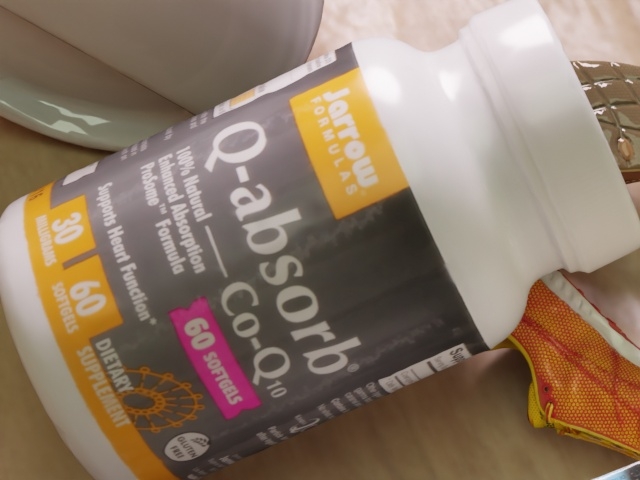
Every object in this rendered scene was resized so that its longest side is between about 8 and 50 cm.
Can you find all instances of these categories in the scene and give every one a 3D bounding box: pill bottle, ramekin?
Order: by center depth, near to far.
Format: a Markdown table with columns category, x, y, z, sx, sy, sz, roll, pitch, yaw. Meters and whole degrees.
| category | x | y | z | sx | sy | sz | roll | pitch | yaw |
| --- | --- | --- | --- | --- | --- | --- | --- | --- | --- |
| pill bottle | 0.000 | 0.000 | 0.877 | 0.278 | 0.162 | 0.162 | -25 | 58 | 6 |
| ramekin | -0.115 | -0.184 | 0.983 | 0.272 | 0.273 | 0.127 | 9 | 48 | 14 |

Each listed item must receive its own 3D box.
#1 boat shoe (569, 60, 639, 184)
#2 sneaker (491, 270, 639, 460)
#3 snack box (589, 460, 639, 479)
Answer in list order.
| category | x | y | z | sx | sy | sz | roll | pitch | yaw |
| --- | --- | --- | --- | --- | --- | --- | --- | --- | --- |
| boat shoe | 0.119 | -0.054 | 0.977 | 0.178 | 0.060 | 0.064 | -2 | 66 | 10 |
| sneaker | 0.143 | 0.081 | 0.900 | 0.067 | 0.064 | 0.175 | -47 | 55 | -3 |
| snack box | 0.193 | 0.134 | 0.777 | 0.322 | 0.187 | 0.060 | -21 | 59 | -5 |
